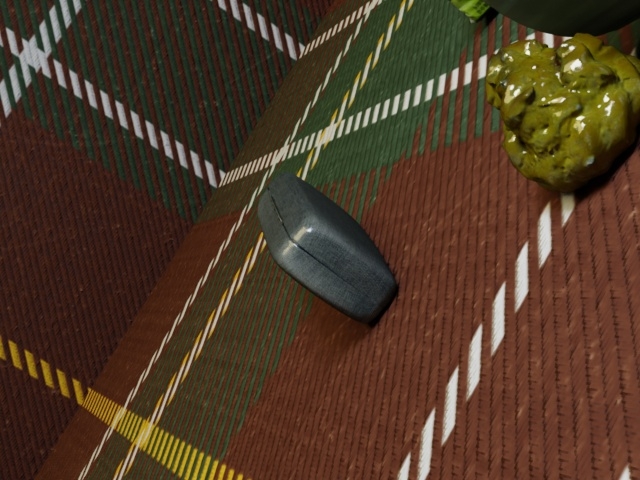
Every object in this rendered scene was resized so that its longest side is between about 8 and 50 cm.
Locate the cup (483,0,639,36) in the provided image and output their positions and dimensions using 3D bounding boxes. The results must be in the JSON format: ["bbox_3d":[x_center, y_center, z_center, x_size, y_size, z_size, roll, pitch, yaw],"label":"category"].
[{"bbox_3d":[0.280,-0.397,0.925,0.392,0.310,0.400,140,145,-63],"label":"cup"}]

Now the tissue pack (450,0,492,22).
[{"bbox_3d":[0.259,-0.412,1.552,0.235,0.073,0.173,-47,13,28],"label":"tissue pack"}]

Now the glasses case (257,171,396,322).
[{"bbox_3d":[0.000,0.000,1.372,0.074,0.131,0.323,-54,13,7],"label":"glasses case"}]

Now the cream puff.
[{"bbox_3d":[0.199,-0.118,0.998,0.146,0.116,0.146,-51,11,14],"label":"cream puff"}]
